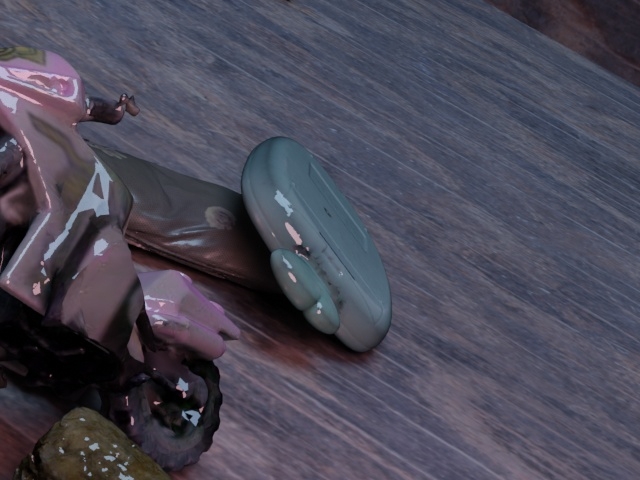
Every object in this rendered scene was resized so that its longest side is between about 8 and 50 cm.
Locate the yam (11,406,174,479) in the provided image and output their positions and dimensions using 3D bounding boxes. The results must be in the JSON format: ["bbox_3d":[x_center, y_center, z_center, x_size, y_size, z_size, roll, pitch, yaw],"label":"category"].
[{"bbox_3d":[-0.100,0.173,1.133,0.179,0.078,0.078,39,23,28],"label":"yam"}]

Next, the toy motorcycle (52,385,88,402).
[{"bbox_3d":[-0.230,0.033,1.320,0.213,0.082,0.122,35,25,-4],"label":"toy motorcycle"}]

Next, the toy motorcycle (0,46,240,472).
[{"bbox_3d":[-0.153,0.005,1.230,0.143,0.188,0.327,-7,-35,37],"label":"toy motorcycle"}]

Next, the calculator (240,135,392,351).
[{"bbox_3d":[0.000,0.000,1.650,0.184,0.042,0.295,53,13,-13],"label":"calculator"}]

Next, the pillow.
[{"bbox_3d":[-0.129,-0.028,1.650,0.255,0.059,0.169,18,20,-24],"label":"pillow"}]
